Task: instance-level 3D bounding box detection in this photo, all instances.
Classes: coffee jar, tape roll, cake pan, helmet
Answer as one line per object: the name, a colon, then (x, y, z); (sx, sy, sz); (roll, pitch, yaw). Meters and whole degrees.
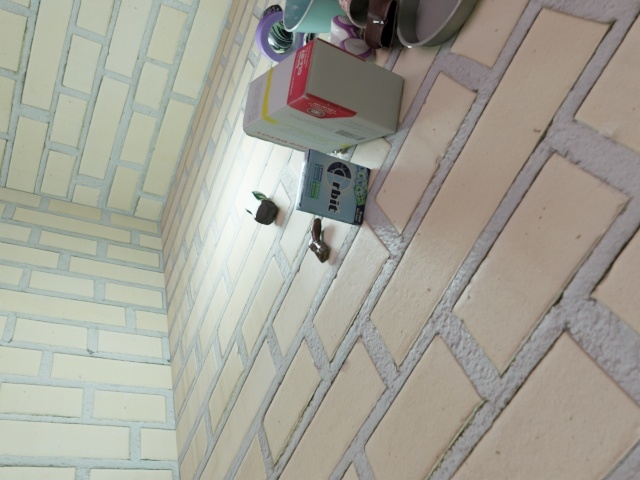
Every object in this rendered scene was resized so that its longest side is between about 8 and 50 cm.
coffee jar: (-0.225, -0.122, 2.035); (0.096, 0.079, 0.184); (-68, 26, 10)
tape roll: (-0.152, -0.789, 2.085); (0.080, 0.189, 0.188); (47, 120, 59)
cake pan: (0.286, -0.592, 1.266); (0.293, 0.054, 0.293); (-38, 45, 52)
helmet: (-0.171, -0.864, 2.189); (0.169, 0.162, 0.169); (-38, 45, 52)

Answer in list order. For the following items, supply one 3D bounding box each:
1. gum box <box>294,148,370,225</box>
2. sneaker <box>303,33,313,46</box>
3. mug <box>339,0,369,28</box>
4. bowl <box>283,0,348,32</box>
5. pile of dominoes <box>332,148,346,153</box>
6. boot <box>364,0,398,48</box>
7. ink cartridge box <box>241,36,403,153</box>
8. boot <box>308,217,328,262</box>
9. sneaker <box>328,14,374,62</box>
gum box: (0.034, -0.135, 1.401); (0.041, 0.185, 0.156); (-8, 71, 62)
sneaker: (-0.047, -0.787, 2.044); (0.044, 0.040, 0.109); (5, 82, 66)
mug: (0.124, -0.725, 1.597); (0.169, 0.113, 0.150); (-110, 37, -55)
bowl: (0.012, -0.828, 1.806); (0.311, 0.163, 0.311); (-40, 43, 51)
pile of dominoes: (0.041, -0.370, 1.668); (0.251, 0.040, 0.195); (30, 105, 64)
boot: (0.180, -0.636, 1.430); (0.207, 0.090, 0.248); (-112, 31, -67)
ink cartridge box: (-0.009, -0.367, 1.461); (0.385, 0.279, 0.160); (-4, 76, 58)
boot: (0.000, 0.000, 1.572); (0.114, 0.037, 0.106); (-130, 44, -63)
sneaker: (0.083, -0.552, 1.625); (0.152, 0.114, 0.305); (109, 161, -44)
